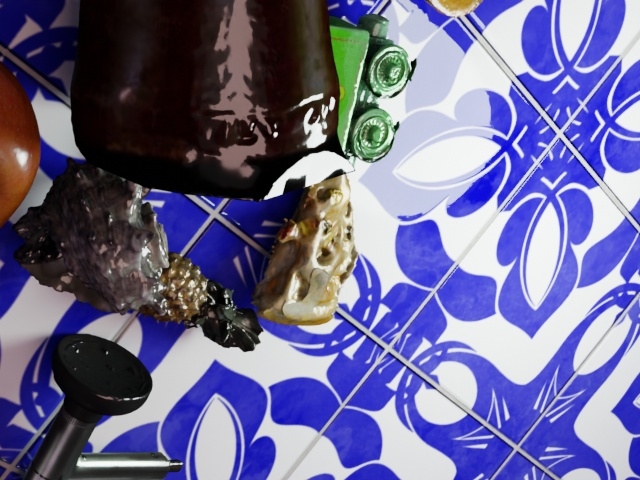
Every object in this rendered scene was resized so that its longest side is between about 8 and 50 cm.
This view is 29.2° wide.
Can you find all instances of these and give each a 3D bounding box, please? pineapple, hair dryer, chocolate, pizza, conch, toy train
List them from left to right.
[{"bbox_3d":[-0.334,0.292,1.919,0.284,0.155,0.320,-16,139,-52],"label":"hair dryer"},{"bbox_3d":[-0.283,0.006,1.649,0.186,0.313,0.241,-31,86,-37],"label":"conch"},{"bbox_3d":[-0.185,0.101,1.883,0.111,0.119,0.237,-47,128,10],"label":"pineapple"},{"bbox_3d":[-0.129,-0.267,1.562,0.383,0.383,0.331,-4,115,-34],"label":"chocolate"},{"bbox_3d":[0.000,0.000,1.966,0.189,0.071,0.297,23,85,-45],"label":"pizza"},{"bbox_3d":[0.023,-0.224,1.843,0.188,0.132,0.243,1,111,-31],"label":"toy train"}]

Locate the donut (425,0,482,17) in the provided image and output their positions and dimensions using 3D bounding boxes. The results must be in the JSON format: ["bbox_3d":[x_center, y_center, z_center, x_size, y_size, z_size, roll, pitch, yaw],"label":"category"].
[{"bbox_3d":[0.198,-0.438,1.892,0.162,0.065,0.178,-45,131,-13],"label":"donut"}]

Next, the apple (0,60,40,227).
[{"bbox_3d":[-0.465,-0.104,1.480,0.272,0.206,0.251,-46,153,-2],"label":"apple"}]
